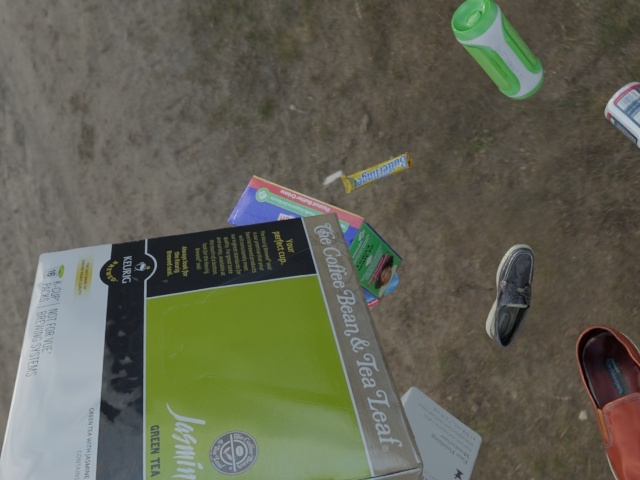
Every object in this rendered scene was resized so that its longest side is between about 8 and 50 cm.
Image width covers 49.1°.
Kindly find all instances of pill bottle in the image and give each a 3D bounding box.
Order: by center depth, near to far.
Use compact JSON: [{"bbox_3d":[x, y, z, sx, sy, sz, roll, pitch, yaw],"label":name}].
[{"bbox_3d":[0.756,-0.271,1.612,0.108,0.108,0.180,-51,53,28],"label":"pill bottle"}]

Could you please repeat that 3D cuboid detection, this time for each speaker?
[{"bbox_3d":[0.452,-0.480,1.769,0.131,0.296,0.131,-23,51,33],"label":"speaker"}]

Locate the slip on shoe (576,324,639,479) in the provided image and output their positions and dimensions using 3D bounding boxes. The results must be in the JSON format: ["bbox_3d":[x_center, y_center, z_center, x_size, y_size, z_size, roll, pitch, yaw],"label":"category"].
[{"bbox_3d":[0.453,0.263,1.010,0.123,0.101,0.331,-31,45,24],"label":"slip on shoe"}]

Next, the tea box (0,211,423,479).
[{"bbox_3d":[-0.102,0.169,0.681,0.329,0.324,0.220,-105,9,-50],"label":"tea box"}]

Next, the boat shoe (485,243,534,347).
[{"bbox_3d":[0.512,0.152,1.847,0.103,0.092,0.285,8,112,-11],"label":"boat shoe"}]

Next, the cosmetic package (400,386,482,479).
[{"bbox_3d":[0.148,0.378,1.159,0.151,0.183,0.151,36,127,3],"label":"cosmetic package"}]

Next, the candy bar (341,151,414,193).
[{"bbox_3d":[0.124,-0.148,1.518,0.161,0.018,0.040,-21,98,-1],"label":"candy bar"}]

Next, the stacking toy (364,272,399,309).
[{"bbox_3d":[0.106,0.134,1.898,0.175,0.302,0.165,-23,68,-7],"label":"stacking toy"}]

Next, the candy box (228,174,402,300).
[{"bbox_3d":[0.000,0.000,1.488,0.268,0.317,0.122,24,86,24],"label":"candy box"}]
